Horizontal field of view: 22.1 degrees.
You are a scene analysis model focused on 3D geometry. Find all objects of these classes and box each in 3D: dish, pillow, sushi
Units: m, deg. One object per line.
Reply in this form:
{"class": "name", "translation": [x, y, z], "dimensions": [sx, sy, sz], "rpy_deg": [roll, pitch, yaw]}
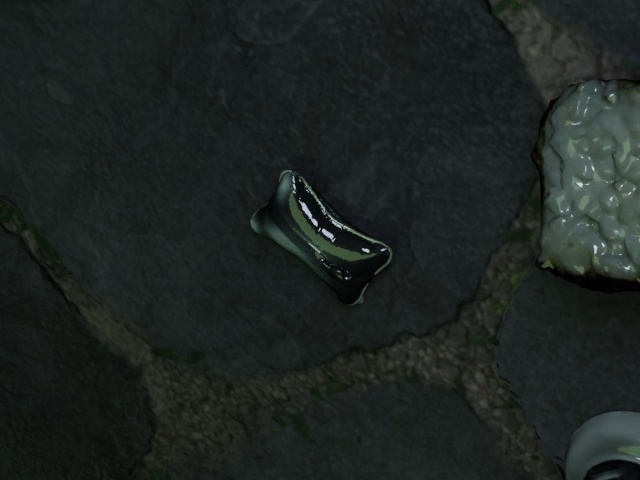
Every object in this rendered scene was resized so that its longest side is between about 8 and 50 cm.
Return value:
{"class": "dish", "translation": [0.286, 0.239, 1.531], "dimensions": [0.141, 0.078, 0.141], "rpy_deg": [13, 124, 20]}
{"class": "pillow", "translation": [0.001, -0.001, 1.552], "dimensions": [0.136, 0.055, 0.091], "rpy_deg": [40, 160, 4]}
{"class": "sushi", "translation": [0.329, -0.060, 1.258], "dimensions": [0.343, 0.182, 0.196], "rpy_deg": [-3, 104, 36]}
